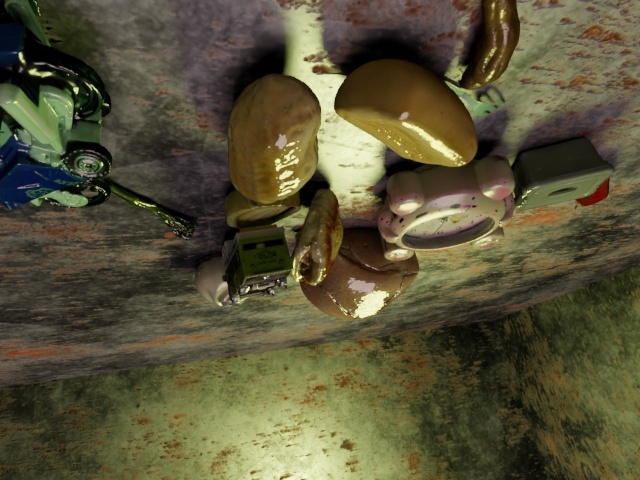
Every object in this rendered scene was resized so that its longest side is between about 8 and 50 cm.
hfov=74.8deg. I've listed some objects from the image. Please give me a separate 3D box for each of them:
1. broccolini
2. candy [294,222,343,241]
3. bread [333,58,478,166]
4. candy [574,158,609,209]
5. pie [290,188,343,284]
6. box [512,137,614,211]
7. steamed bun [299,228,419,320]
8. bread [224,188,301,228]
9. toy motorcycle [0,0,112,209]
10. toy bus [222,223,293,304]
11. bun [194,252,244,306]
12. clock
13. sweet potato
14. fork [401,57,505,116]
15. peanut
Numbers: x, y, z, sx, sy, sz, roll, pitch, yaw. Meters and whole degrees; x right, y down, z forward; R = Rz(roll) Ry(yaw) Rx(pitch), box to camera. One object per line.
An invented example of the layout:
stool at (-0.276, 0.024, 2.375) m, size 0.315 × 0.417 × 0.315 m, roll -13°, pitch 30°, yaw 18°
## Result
broccolini at (-0.301, -0.058, 0.767) m, size 0.042 × 0.044 × 0.218 m, roll -2°, pitch 156°, yaw 20°
candy at (-0.002, -0.020, 1.001) m, size 0.123 × 0.035 × 0.035 m, roll -18°, pitch 161°, yaw -3°
bread at (0.125, -0.175, 0.573) m, size 0.147 × 0.098 × 0.217 m, roll 17°, pitch 180°, yaw 41°
candy at (0.634, -0.130, 0.992) m, size 0.086 × 0.059 × 0.292 m, roll -25°, pitch 155°, yaw 27°
pie at (0.000, 0.000, 0.845) m, size 0.084 × 0.178 × 0.205 m, roll 19°, pitch 153°, yaw 7°
box at (0.478, -0.137, 0.858) m, size 0.172 × 0.092 × 0.124 m, roll -13°, pitch 158°, yaw 5°
steamed bun at (0.108, 0.105, 1.125) m, size 0.302 × 0.199 × 0.251 m, roll 4°, pitch 153°, yaw -30°
bread at (-0.112, -0.068, 0.778) m, size 0.156 × 0.064 × 0.118 m, roll -19°, pitch 163°, yaw 35°
toy motorcycle at (-0.351, -0.117, 0.488) m, size 0.197 × 0.125 × 0.331 m, roll -1°, pitch 160°, yaw -26°
toy bus at (-0.142, 0.049, 0.885) m, size 0.113 × 0.139 × 0.302 m, roll -10°, pitch 169°, yaw -20°
bun at (-0.237, 0.112, 1.086) m, size 0.173 × 0.119 × 0.172 m, roll -9°, pitch 160°, yaw -3°
clock at (0.263, -0.060, 0.899) m, size 0.284 × 0.114 × 0.309 m, roll -7°, pitch 159°, yaw 8°
sweet potato at (0.215, -0.250, 0.514) m, size 0.053 × 0.053 × 0.182 m, roll -21°, pitch 155°, yaw 0°
fork at (0.200, -0.219, 0.623) m, size 0.235 × 0.021 × 0.039 m, roll 5°, pitch 150°, yaw -36°
peanut at (-0.064, -0.130, 0.573) m, size 0.129 × 0.129 × 0.224 m, roll -7°, pitch 160°, yaw -11°
